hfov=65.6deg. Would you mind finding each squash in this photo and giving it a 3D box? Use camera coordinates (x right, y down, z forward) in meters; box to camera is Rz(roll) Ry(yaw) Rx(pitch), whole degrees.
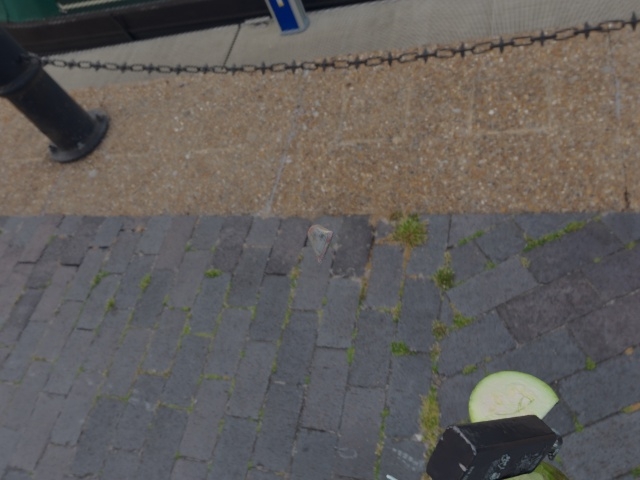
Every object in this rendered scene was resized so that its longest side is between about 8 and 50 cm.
[{"bbox_3d":[0.536,0.546,1.405,0.234,0.308,0.210,-36,35,-21],"label":"squash"}]

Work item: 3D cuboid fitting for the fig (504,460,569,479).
[{"bbox_3d":[0.427,0.551,1.076,0.234,0.167,0.167,0,59,24],"label":"fig"}]

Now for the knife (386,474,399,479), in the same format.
[{"bbox_3d":[0.286,0.763,1.328,0.027,0.061,0.343,-38,93,-38],"label":"knife"}]

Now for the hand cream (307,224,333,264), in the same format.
[{"bbox_3d":[0.000,0.000,1.020,0.043,0.209,0.067,23,95,-9],"label":"hand cream"}]

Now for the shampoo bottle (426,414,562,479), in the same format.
[{"bbox_3d":[0.313,0.349,0.836,0.071,0.310,0.098,39,113,49],"label":"shampoo bottle"}]
